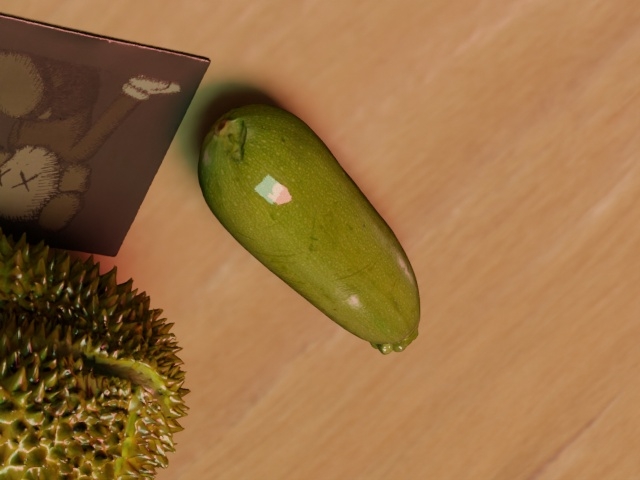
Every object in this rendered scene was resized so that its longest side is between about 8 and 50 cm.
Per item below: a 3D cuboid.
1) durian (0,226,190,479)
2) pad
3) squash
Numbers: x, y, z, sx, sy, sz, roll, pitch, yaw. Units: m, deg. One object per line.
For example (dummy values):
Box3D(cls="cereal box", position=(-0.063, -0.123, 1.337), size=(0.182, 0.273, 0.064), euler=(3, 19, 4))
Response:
Box3D(cls="durian", position=(-0.160, 0.085, 0.935), size=(0.198, 0.159, 0.146), euler=(-9, 133, -14))
Box3D(cls="pad", position=(-0.160, -0.053, 0.923), size=(0.190, 0.004, 0.127), euler=(10, 125, -29))
Box3D(cls="squash", position=(0.000, 0.000, 0.998), size=(0.066, 0.066, 0.201), euler=(-33, 137, 6))
